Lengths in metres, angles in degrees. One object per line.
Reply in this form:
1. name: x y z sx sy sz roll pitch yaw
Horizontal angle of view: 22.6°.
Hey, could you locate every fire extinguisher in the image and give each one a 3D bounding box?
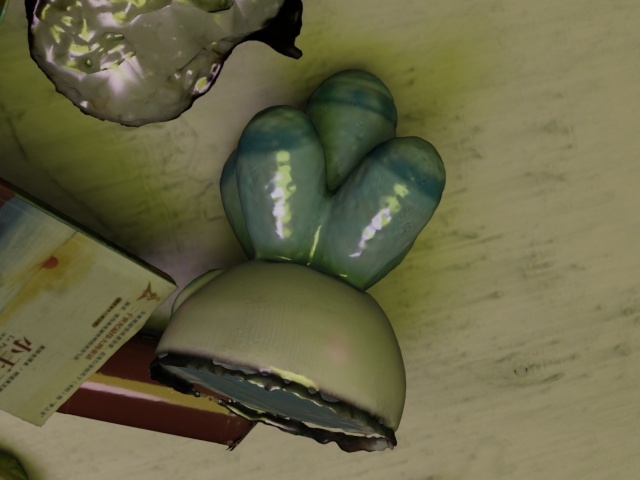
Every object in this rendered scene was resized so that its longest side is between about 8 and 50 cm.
1. fire extinguisher: -0.143 0.141 1.541 0.269 0.105 0.105 13 107 -8

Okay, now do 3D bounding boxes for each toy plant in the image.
1. toy plant: 0.000 0.000 1.427 0.247 0.247 0.332 19 75 -10

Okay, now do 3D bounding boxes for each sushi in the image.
1. sushi: -0.110 -0.261 1.362 0.234 0.207 0.348 30 110 -25

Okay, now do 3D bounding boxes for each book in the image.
1. book: -0.287 0.043 1.372 0.201 0.026 0.289 -45 133 14

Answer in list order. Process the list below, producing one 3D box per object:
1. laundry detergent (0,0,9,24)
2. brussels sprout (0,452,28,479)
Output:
1. laundry detergent: -0.408 -0.210 1.298 0.287 0.305 0.287 -1 108 -4
2. brussels sprout: -0.356 0.275 1.566 0.155 0.117 0.155 1 104 5
